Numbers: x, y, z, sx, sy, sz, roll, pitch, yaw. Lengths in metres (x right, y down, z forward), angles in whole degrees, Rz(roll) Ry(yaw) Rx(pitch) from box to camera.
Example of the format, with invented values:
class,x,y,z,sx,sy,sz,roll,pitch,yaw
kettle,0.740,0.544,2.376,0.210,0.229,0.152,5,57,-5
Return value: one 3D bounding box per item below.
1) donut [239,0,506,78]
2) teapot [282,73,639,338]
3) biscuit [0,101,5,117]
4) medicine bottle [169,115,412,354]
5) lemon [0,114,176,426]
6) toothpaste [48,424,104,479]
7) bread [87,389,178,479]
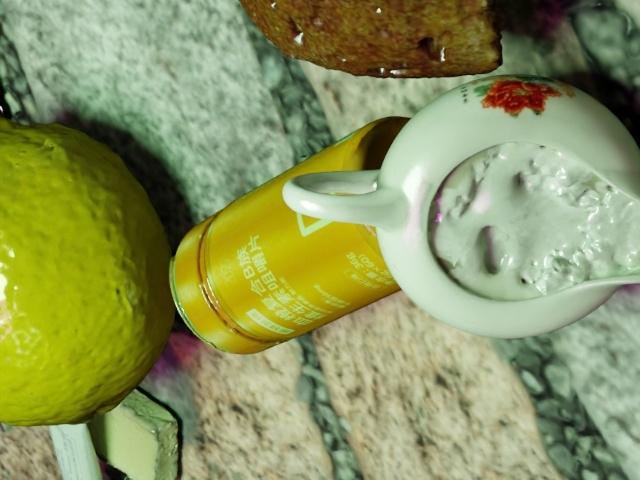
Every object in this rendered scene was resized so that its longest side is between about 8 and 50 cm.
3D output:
class,x,y,z,sx,sy,sz,roll,pitch,yaw
donut,0.008,-0.153,1.030,0.186,0.144,0.126,-3,137,17
teapot,0.092,-0.019,1.029,0.226,0.092,0.145,2,107,-4
biscuit,-0.273,-0.114,1.385,0.099,0.038,0.323,11,122,42
medicine bottle,0.000,0.000,1.154,0.192,0.096,0.096,-26,95,48
lemon,-0.194,0.024,1.279,0.192,0.192,0.231,0,115,43
toothpaste,-0.175,0.200,1.465,0.052,0.033,0.218,26,141,35
bread,-0.168,0.126,1.440,0.153,0.028,0.068,29,132,29
